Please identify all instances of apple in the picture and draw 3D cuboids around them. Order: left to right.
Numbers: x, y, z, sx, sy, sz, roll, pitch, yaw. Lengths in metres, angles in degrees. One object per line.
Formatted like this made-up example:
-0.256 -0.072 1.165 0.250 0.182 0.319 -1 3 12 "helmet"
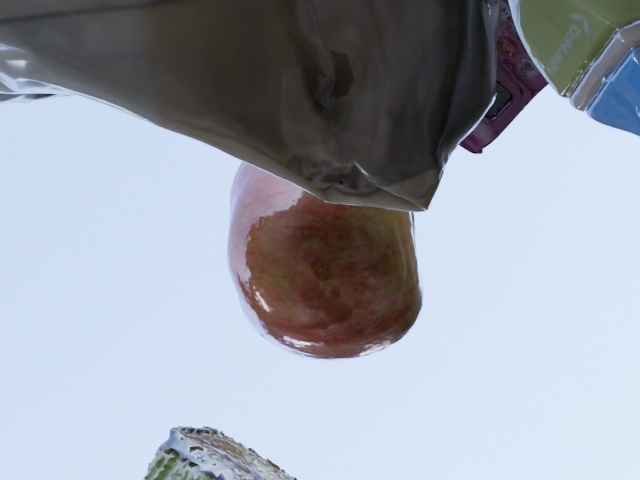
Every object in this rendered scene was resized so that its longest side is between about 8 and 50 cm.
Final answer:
0.000 0.000 1.459 0.164 0.209 0.209 -8 -41 2 "apple"

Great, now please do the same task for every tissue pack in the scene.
-0.121 -0.198 0.570 0.375 0.195 0.390 2 -68 3 "tissue pack"

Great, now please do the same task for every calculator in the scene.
0.140 -0.165 1.301 0.190 0.034 0.126 -43 -70 15 "calculator"

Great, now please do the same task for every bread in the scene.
-0.040 0.161 0.976 0.069 0.128 0.140 -62 -11 2 "bread"

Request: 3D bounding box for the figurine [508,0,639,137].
0.162 -0.181 0.918 0.180 0.262 0.154 -35 -12 7 "figurine"
